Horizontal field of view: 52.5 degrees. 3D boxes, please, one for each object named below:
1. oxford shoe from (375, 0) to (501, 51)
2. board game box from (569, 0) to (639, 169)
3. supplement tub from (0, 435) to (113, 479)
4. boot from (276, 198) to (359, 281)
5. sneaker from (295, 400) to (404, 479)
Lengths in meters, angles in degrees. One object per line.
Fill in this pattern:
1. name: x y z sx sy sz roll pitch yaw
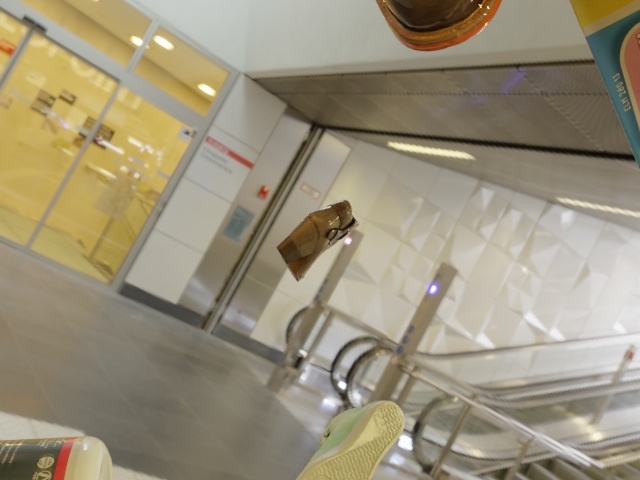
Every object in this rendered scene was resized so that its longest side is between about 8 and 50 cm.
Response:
1. oxford shoe: 0.045 -0.238 0.371 0.097 0.271 0.098 -14 -19 24
2. board game box: 0.268 -0.167 0.439 0.242 0.316 0.064 2 -25 -30
3. supplement tub: -0.393 0.332 0.757 0.272 0.191 0.191 0 2 -10
4. boot: 0.000 0.000 0.669 0.042 0.087 0.118 56 -5 12
5. sneaker: 0.021 0.374 1.076 0.094 0.256 0.151 52 -31 0
